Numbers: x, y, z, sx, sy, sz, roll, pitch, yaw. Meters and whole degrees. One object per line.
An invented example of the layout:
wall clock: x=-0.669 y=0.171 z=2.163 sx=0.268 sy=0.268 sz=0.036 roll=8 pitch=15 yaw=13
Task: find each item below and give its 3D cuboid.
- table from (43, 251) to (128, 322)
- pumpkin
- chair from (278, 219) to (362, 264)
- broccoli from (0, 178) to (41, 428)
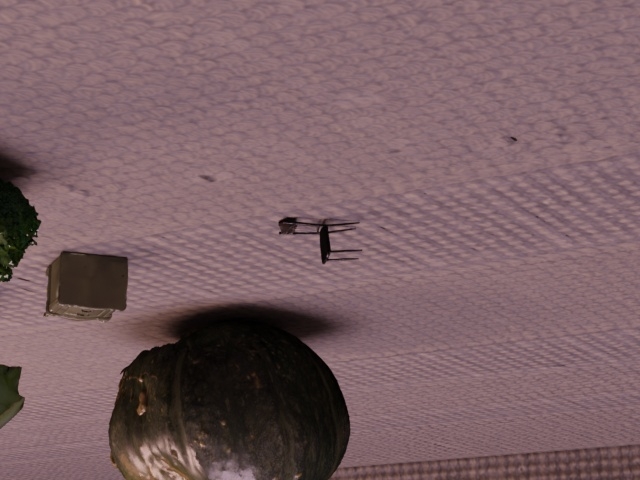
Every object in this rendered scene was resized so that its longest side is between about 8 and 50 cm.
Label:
table: x=-0.266 y=0.055 z=1.835 sx=0.079 sy=0.062 sz=0.083 roll=7 pitch=164 yaw=-22
pumpkin: x=-0.133 y=0.241 z=2.152 sx=0.327 sy=0.257 sz=0.291 roll=-21 pitch=168 yaw=37
chair: x=-0.001 y=0.002 z=1.682 sx=0.086 sy=0.042 sz=0.037 roll=1 pitch=161 yaw=-8
broccoli: x=-0.366 y=0.060 z=1.483 sx=0.270 sy=0.270 sz=0.270 roll=-32 pitch=172 yaw=-5
